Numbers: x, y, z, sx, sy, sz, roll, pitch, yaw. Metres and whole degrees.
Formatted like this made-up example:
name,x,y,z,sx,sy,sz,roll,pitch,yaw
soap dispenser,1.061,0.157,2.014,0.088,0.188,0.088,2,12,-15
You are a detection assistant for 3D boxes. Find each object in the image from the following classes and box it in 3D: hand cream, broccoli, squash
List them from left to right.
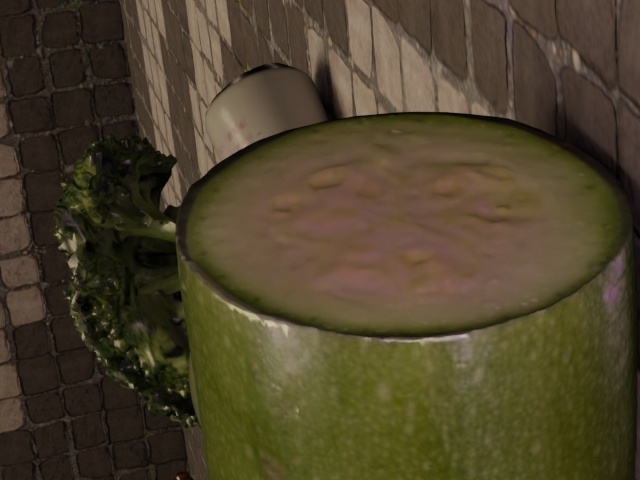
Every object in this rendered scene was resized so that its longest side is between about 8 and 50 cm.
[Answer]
name,x,y,z,sx,sy,sz,roll,pitch,yaw
broccoli,-0.139,0.026,1.884,0.375,0.302,0.249,56,-166,-8
hand cream,0.000,0.000,1.562,0.185,0.118,0.359,109,140,-64
squash,0.062,0.144,0.990,0.263,0.263,0.384,-120,22,-57

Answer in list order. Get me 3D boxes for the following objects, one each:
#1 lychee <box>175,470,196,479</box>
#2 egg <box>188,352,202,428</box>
name,x,y,z,sx,sy,sz,roll,pitch,yaw
lychee,-0.090,0.419,2.010,0.300,0.255,0.255,42,158,12
egg,-0.045,0.129,1.678,0.183,0.183,0.217,-136,46,-70
